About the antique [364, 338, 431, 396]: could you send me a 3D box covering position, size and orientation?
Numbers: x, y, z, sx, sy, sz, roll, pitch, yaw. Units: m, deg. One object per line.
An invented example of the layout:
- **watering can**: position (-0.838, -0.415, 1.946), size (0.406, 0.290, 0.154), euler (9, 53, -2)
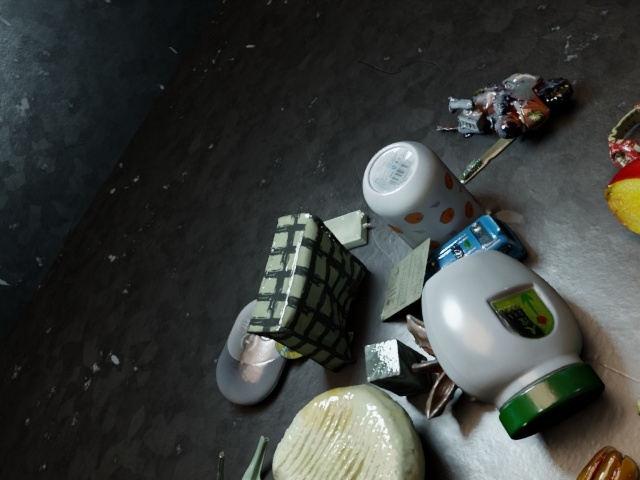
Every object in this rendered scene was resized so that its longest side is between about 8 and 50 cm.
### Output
- **antique**: position (0.188, 0.304, 1.426), size (0.086, 0.183, 0.088), euler (-20, 56, 28)

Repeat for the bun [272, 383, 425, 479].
- **bun**: position (0.084, 0.513, 1.356), size (0.365, 0.219, 0.365), euler (-19, 55, 29)

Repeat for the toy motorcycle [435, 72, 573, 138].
- **toy motorcycle**: position (0.464, -0.351, 1.649), size (0.401, 0.134, 0.207), euler (12, 60, 46)

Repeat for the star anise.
- **star anise**: position (0.295, 0.268, 1.399), size (0.198, 0.110, 0.257), euler (-8, 61, -15)

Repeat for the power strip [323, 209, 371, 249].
- **power strip**: position (0.000, 0.000, 1.877), size (0.367, 0.043, 0.106), euler (-18, 54, 32)

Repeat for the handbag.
- **handbag**: position (-0.015, 0.143, 1.597), size (0.162, 0.327, 0.325), euler (-6, 60, 39)

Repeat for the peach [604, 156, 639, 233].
- **peach**: position (0.701, -0.095, 1.252), size (0.192, 0.190, 0.190), euler (-20, 52, 14)

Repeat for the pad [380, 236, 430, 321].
- **pad**: position (0.212, 0.104, 1.542), size (0.265, 0.009, 0.159), euler (127, 159, -65)

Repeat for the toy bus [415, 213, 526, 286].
- **toy bus**: position (0.363, 0.049, 1.478), size (0.246, 0.134, 0.113), euler (-39, 46, 15)

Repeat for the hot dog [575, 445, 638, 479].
- **hot dog**: position (0.506, 0.497, 1.128), size (0.092, 0.062, 0.235), euler (24, 81, 42)

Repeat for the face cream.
- **face cream**: position (0.389, 0.205, 1.262), size (0.312, 0.219, 0.357), euler (-15, 56, -20)

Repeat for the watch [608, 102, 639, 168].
- **watch**: position (0.777, -0.264, 1.373), size (0.268, 0.102, 0.165), euler (-51, 42, -9)

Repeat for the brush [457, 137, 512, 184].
- **brush**: position (0.451, -0.230, 1.657), size (0.190, 0.027, 0.034), euler (-42, 47, 10)

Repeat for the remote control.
- **remote control**: position (-0.188, 0.321, 1.786), size (0.221, 0.103, 0.332), euler (12, 73, 36)

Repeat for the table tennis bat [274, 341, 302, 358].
- **table tennis bat**: position (-0.056, 0.275, 1.722), size (0.155, 0.019, 0.100), euler (-25, 80, -9)

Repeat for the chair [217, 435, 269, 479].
- **chair**: position (-0.210, 0.674, 1.532), size (0.203, 0.190, 0.274), euler (41, 122, 47)

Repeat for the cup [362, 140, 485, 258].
- **cup**: position (0.256, -0.099, 1.528), size (0.212, 0.317, 0.212), euler (-20, 53, 29)

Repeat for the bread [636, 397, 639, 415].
- **bread**: position (0.659, 0.337, 1.101), size (0.103, 0.065, 0.187), euler (-40, 47, 16)
